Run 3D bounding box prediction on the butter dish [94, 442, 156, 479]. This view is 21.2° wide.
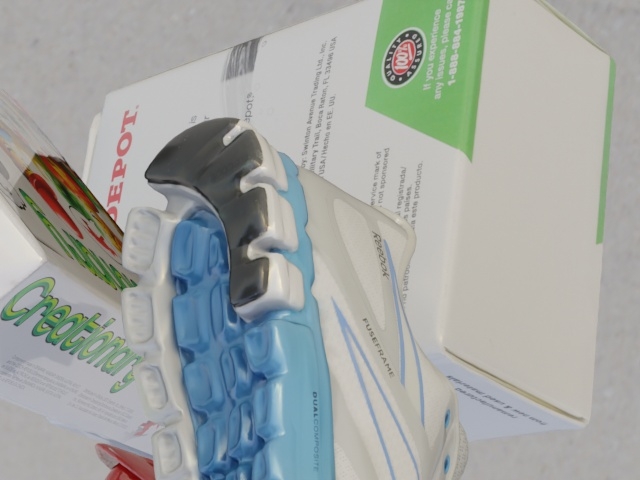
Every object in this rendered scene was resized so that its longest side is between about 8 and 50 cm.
[{"bbox_3d":[-0.102,0.218,1.098,0.160,0.118,0.160,35,168,6],"label":"butter dish"}]

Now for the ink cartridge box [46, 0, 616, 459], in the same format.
[{"bbox_3d":[0.000,0.000,0.911,0.289,0.211,0.121,-13,150,42],"label":"ink cartridge box"}]

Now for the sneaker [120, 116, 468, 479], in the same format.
[{"bbox_3d":[0.003,0.068,0.394,0.083,0.190,0.071,16,155,-38],"label":"sneaker"}]

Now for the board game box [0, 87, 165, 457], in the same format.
[{"bbox_3d":[-0.129,-0.016,0.640,0.193,0.053,0.305,50,179,15],"label":"board game box"}]
